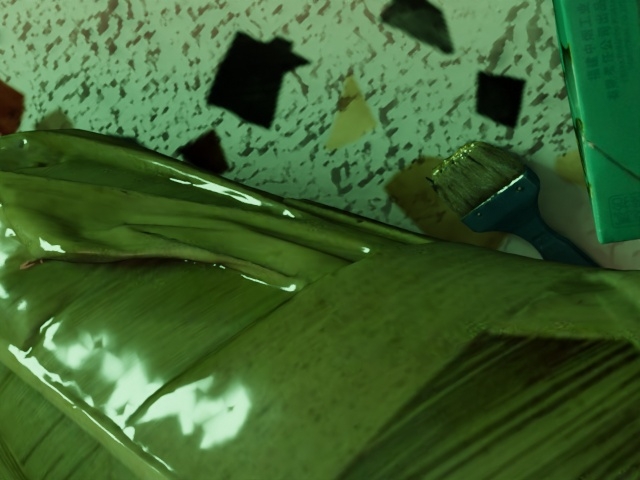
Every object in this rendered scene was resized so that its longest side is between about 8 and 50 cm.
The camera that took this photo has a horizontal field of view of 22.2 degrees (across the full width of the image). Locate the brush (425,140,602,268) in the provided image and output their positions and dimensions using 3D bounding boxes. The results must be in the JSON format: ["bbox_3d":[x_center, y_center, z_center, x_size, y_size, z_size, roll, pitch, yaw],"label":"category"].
[{"bbox_3d":[0.132,0.001,0.946,0.164,0.014,0.051,40,123,-23],"label":"brush"}]

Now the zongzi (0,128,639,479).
[{"bbox_3d":[0.011,-0.003,0.785,0.500,0.218,0.467,49,116,15],"label":"zongzi"}]

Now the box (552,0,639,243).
[{"bbox_3d":[0.123,-0.134,0.750,0.042,0.161,0.226,-9,126,10],"label":"box"}]
